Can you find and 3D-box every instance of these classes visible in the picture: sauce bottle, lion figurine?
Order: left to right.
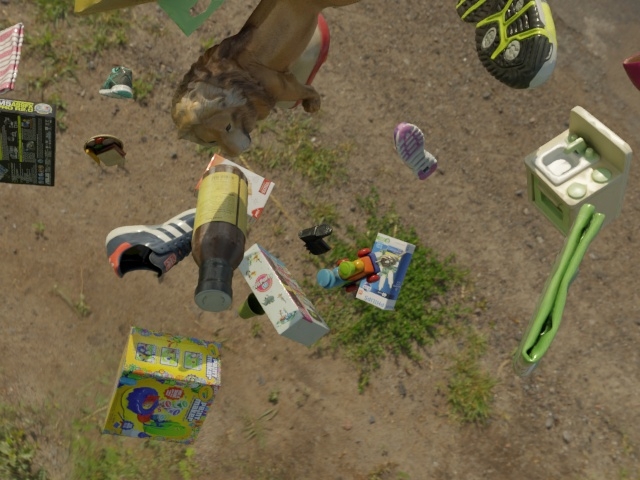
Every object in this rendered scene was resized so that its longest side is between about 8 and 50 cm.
[{"bbox_3d":[-0.208,-0.013,1.135,0.111,0.111,0.344,16,42,-18],"label":"sauce bottle"},{"bbox_3d":[-0.047,-0.295,0.774,0.142,0.392,0.240,41,22,23],"label":"lion figurine"}]

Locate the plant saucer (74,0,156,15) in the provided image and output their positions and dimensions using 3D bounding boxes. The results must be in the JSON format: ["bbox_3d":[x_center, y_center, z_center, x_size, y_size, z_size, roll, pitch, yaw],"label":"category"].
[{"bbox_3d":[-0.142,-0.429,0.772,0.081,0.333,0.333,67,29,-20],"label":"plant saucer"}]

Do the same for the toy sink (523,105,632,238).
[{"bbox_3d":[0.511,-0.124,1.123,0.131,0.234,0.153,-32,55,1],"label":"toy sink"}]

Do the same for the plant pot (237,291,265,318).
[{"bbox_3d":[-0.234,0.227,1.852,0.083,0.079,0.083,28,45,-31],"label":"plant pot"}]

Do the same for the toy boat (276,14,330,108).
[{"bbox_3d":[-0.044,-0.414,1.241,0.151,0.231,0.151,-29,77,-35],"label":"toy boat"}]

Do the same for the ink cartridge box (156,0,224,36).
[{"bbox_3d":[-0.363,-0.650,1.370,0.235,0.171,0.056,48,20,-17],"label":"ink cartridge box"}]

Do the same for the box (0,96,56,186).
[{"bbox_3d":[-0.856,-0.271,1.544,0.216,0.270,0.060,3,49,-24],"label":"box"}]

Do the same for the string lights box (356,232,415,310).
[{"bbox_3d":[0.244,0.117,2.073,0.077,0.133,0.259,15,95,-54],"label":"string lights box"}]

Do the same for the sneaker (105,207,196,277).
[{"bbox_3d":[-0.393,0.019,1.493,0.350,0.131,0.148,-16,46,-9],"label":"sneaker"}]

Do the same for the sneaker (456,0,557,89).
[{"bbox_3d":[0.366,-0.392,1.002,0.147,0.145,0.384,18,43,-16],"label":"sneaker"}]

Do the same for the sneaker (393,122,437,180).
[{"bbox_3d":[0.271,-0.282,1.698,0.095,0.236,0.104,-41,50,4],"label":"sneaker"}]

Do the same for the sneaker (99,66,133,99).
[{"bbox_3d":[-0.505,-0.395,1.386,0.065,0.166,0.076,6,95,-40],"label":"sneaker"}]

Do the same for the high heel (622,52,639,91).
[{"bbox_3d":[0.728,-0.375,0.971,0.181,0.377,0.127,40,52,4],"label":"high heel"}]

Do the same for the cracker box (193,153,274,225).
[{"bbox_3d":[-0.294,-0.174,1.896,0.232,0.067,0.155,26,63,-9],"label":"cracker box"}]

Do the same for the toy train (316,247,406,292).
[{"bbox_3d":[0.115,0.076,1.626,0.143,0.248,0.105,-2,69,-49],"label":"toy train"}]

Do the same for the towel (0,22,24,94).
[{"bbox_3d":[-0.760,-0.412,1.288,0.029,0.144,0.197,41,41,-61],"label":"towel"}]

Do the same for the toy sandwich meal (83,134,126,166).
[{"bbox_3d":[-0.441,-0.183,1.133,0.086,0.085,0.029,-5,65,-27],"label":"toy sandwich meal"}]

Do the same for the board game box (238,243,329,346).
[{"bbox_3d":[-0.122,0.178,1.770,0.097,0.224,0.303,-40,61,4],"label":"board game box"}]

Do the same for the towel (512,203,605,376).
[{"bbox_3d":[0.173,0.047,0.408,0.023,0.152,0.113,22,82,21],"label":"towel"}]

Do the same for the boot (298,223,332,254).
[{"bbox_3d":[0.000,0.000,1.678,0.099,0.121,0.045,52,36,-42],"label":"boot"}]

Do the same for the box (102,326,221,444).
[{"bbox_3d":[-0.477,0.444,1.681,0.279,0.290,0.177,14,31,-19],"label":"box"}]
